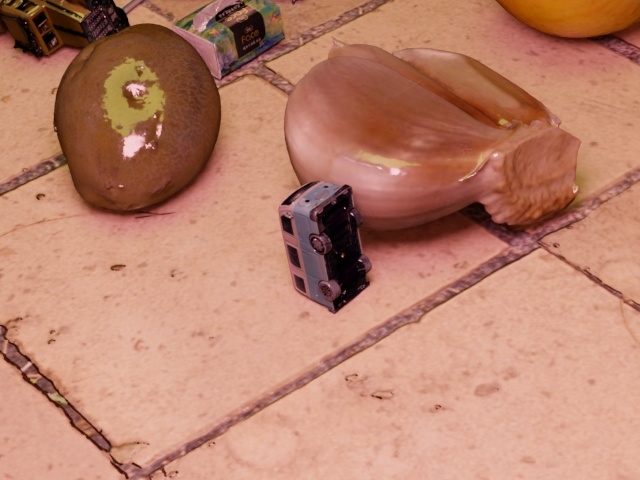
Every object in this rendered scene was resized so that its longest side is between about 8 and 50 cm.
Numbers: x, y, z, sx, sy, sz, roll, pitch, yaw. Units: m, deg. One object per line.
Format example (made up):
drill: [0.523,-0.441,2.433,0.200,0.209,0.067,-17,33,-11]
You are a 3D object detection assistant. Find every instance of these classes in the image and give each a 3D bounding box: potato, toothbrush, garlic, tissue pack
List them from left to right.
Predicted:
potato: [-0.202,-0.135,1.808,0.177,0.160,0.235,-16,46,31]
toothbrush: [-0.221,-0.335,2.178,0.014,0.011,0.167,12,42,32]
tissue pack: [-0.114,-0.263,2.009,0.111,0.079,0.085,-35,45,-30]
garlic: [0.094,-0.103,1.711,0.325,0.132,0.279,25,33,36]

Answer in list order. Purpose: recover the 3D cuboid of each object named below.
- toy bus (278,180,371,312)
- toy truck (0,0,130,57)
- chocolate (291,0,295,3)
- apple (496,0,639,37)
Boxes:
toy bus: [0.000,0.000,1.616,0.075,0.123,0.060,22,46,38]
toy truck: [-0.369,-0.302,2.081,0.257,0.127,0.127,17,59,28]
chocolate: [-0.164,-0.372,2.159,0.329,0.065,0.102,8,42,14]
apple: [0.307,-0.376,1.928,0.286,0.286,0.233,-35,38,-30]
